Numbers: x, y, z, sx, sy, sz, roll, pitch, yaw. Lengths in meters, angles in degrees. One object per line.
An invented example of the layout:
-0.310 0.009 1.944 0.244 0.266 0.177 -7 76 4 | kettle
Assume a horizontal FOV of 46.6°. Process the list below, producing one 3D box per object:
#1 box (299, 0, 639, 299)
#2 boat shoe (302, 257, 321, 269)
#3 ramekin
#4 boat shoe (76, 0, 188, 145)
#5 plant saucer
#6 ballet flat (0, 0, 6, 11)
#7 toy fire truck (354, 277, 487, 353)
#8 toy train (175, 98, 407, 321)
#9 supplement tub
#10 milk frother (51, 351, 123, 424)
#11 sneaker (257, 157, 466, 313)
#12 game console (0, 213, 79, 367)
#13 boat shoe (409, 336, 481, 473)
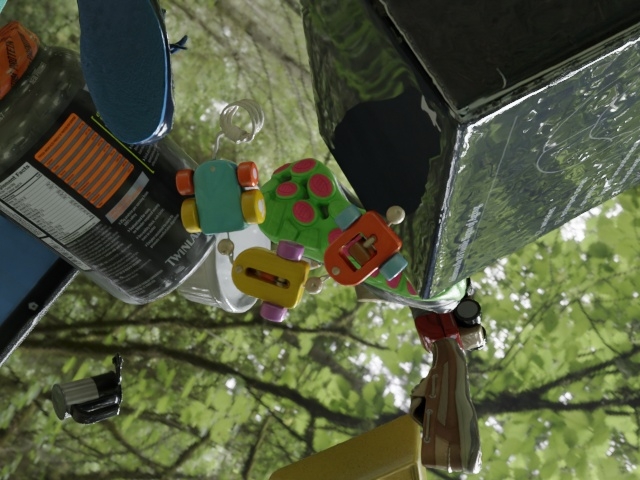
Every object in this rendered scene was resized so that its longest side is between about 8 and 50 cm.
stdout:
0.250 -0.220 0.794 0.471 0.297 0.480 -29 160 -7 | box
0.000 0.000 1.709 0.059 0.063 0.170 -4 -130 30 | boat shoe
-0.208 0.007 1.492 0.127 0.273 0.273 0 -130 18 | ramekin
-0.183 -0.222 0.739 0.109 0.258 0.089 -9 179 13 | boat shoe
0.089 0.555 1.480 0.332 0.333 0.081 -18 -159 -19 | plant saucer
-0.477 -0.276 0.941 0.247 0.083 0.087 -48 -156 6 | ballet flat
0.217 0.146 1.630 0.246 0.158 0.217 -17 -135 7 | toy fire truck
-0.022 -0.016 0.534 0.125 0.166 0.046 -47 175 13 | toy train
-0.295 -0.089 0.918 0.207 0.338 0.207 -28 -143 23 | supplement tub
-0.511 0.322 1.654 0.129 0.134 0.143 13 -74 48 | milk frother
0.057 0.005 1.358 0.482 0.202 0.185 33 -102 37 | sneaker
-0.525 0.007 1.017 0.387 0.342 0.060 -59 -177 -33 | game console
0.219 0.291 1.366 0.116 0.123 0.324 -7 -154 7 | boat shoe
